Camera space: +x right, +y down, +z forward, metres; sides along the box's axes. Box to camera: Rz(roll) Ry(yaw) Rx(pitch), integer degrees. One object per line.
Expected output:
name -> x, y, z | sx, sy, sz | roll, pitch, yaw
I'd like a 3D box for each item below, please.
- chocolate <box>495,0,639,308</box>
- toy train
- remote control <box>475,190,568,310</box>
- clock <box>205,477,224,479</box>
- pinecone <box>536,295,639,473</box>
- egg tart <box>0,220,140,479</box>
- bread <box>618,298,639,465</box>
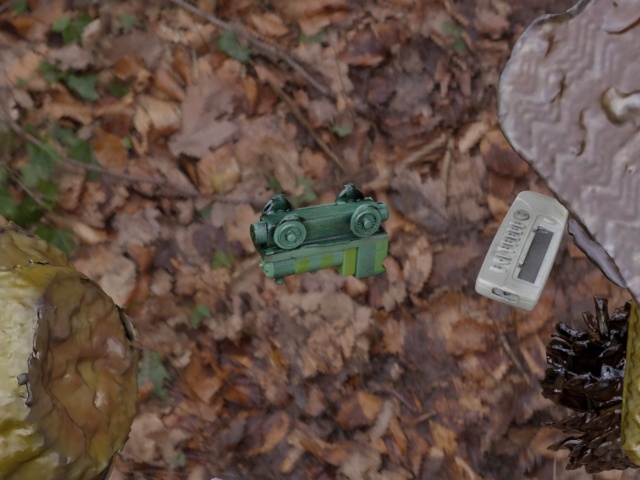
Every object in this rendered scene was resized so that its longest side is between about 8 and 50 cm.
chocolate -> 0.195, -0.043, 0.580 | 0.148, 0.093, 0.214 | -43, 55, 22
toy train -> 0.000, 0.000, 1.621 | 0.200, 0.132, 0.083 | -9, 33, -16
remote control -> 0.290, 0.014, 1.660 | 0.090, 0.049, 0.230 | 21, 42, 12
clock -> -0.160, 0.458, 1.678 | 0.071, 0.147, 0.192 | 3, 110, 45
pinecone -> 0.477, 0.236, 1.880 | 0.242, 0.298, 0.296 | -5, 87, 54
egg tart -> -0.287, 0.141, 1.202 | 0.150, 0.352, 0.352 | -11, 64, 25
bread -> 0.454, 0.125, 1.568 | 0.077, 0.084, 0.367 | 11, 102, 45
